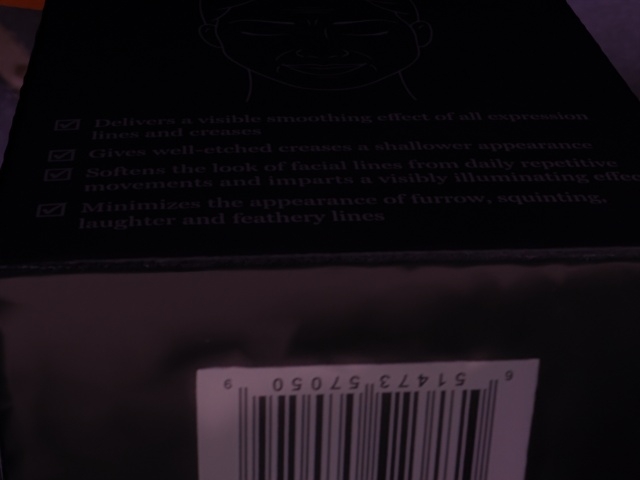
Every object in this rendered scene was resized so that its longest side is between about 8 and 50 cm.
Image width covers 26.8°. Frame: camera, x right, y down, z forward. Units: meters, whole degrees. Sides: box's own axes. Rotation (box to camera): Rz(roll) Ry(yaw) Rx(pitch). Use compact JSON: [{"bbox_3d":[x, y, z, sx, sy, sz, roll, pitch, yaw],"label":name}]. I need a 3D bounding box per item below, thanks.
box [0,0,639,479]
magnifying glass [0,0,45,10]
[{"bbox_3d":[0.000,0.000,0.706,0.294,0.395,0.212,-1,120,-4],"label":"box"},{"bbox_3d":[-0.232,-0.166,0.836,0.231,0.026,0.092,8,132,-6],"label":"magnifying glass"}]
